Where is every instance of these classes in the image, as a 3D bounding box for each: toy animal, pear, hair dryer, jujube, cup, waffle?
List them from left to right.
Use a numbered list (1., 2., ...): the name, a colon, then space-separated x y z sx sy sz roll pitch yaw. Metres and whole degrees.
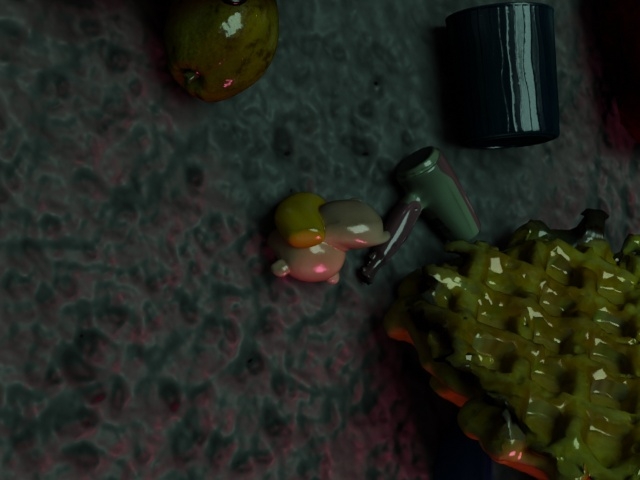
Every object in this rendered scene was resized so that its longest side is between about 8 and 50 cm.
1. pear: -0.091 -0.190 1.284 0.107 0.107 0.131 41 53 -25
2. toy animal: 0.000 0.000 1.347 0.114 0.091 0.082 -6 115 -25
3. hair dryer: 0.089 -0.012 1.436 0.154 0.054 0.106 -43 114 -23
4. cup: 0.209 -0.172 1.502 0.150 0.113 0.138 -1 85 -35
5. waffle: 0.276 0.118 1.383 0.382 0.380 0.095 -12 132 -29
6. jujube: 0.404 -0.214 1.638 0.155 0.155 0.230 -18 88 -38

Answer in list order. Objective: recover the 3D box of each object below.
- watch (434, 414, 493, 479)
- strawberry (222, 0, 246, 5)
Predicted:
1. watch: 0.229 0.234 1.435 0.200 0.171 0.196 21 59 -21
2. strawberry: -0.090 -0.304 1.225 0.306 0.138 0.233 -22 55 -39
